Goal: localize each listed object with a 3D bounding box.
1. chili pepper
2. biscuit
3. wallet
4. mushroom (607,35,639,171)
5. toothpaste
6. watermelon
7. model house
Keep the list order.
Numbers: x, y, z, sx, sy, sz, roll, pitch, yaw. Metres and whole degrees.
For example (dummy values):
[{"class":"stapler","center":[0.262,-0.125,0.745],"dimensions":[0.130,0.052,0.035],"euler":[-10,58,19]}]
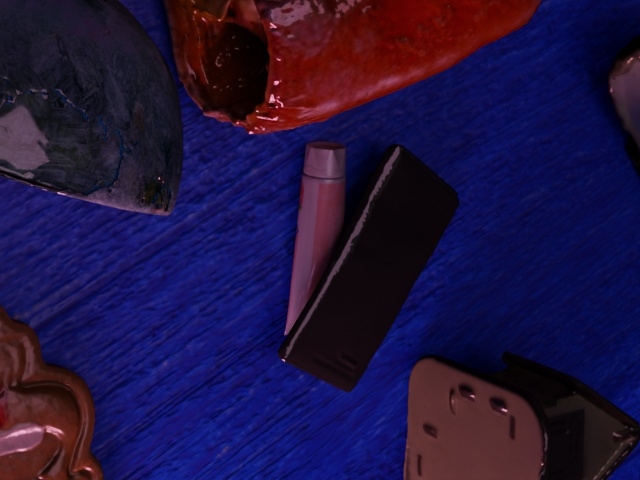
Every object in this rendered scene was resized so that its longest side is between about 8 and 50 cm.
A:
[{"class":"chili pepper","center":[0.020,-0.247,1.061],"dimensions":[0.305,0.229,0.251],"euler":[-30,129,-19]},{"class":"biscuit","center":[-0.287,0.198,1.097],"dimensions":[0.186,0.044,0.295],"euler":[-25,111,-23]},{"class":"wallet","center":[0.052,0.032,1.226],"dimensions":[0.124,0.025,0.244],"euler":[34,84,-45]},{"class":"mushroom","center":[0.456,-0.107,1.302],"dimensions":[0.130,0.247,0.344],"euler":[-43,98,-25]},{"class":"toothpaste","center":[0.000,0.000,1.206],"dimensions":[0.067,0.043,0.194],"euler":[-5,108,-30]},{"class":"watermelon","center":[-0.216,-0.139,0.980],"dimensions":[0.322,0.188,0.175],"euler":[19,96,-35]},{"class":"model house","center":[0.260,0.219,1.290],"dimensions":[0.279,0.218,0.205],"euler":[-5,104,-31]}]
